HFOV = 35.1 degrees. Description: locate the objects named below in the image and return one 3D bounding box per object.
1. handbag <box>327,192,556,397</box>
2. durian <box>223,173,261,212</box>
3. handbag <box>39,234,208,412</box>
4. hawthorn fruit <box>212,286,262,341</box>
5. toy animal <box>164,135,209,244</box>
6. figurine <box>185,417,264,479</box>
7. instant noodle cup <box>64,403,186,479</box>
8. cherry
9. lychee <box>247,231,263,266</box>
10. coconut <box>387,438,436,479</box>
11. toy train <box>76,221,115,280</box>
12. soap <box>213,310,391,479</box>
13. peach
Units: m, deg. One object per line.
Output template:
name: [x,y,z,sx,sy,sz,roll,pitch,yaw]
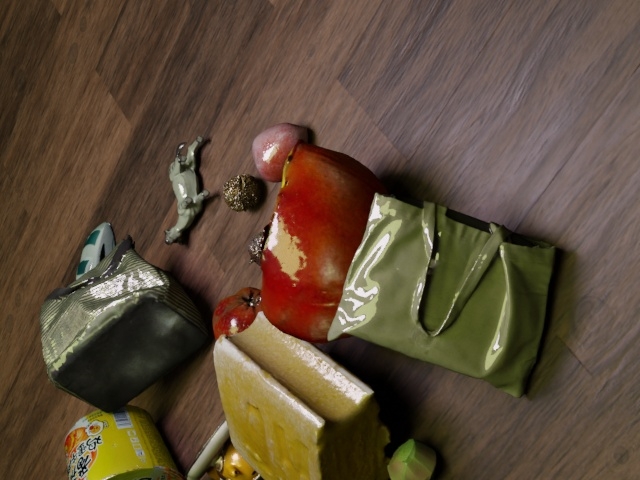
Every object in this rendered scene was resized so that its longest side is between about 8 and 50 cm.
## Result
handbag: [0.194,0.081,1.538,0.316,0.109,0.253,17,98,6]
durian: [-0.157,-0.094,2.040,0.080,0.091,0.080,-11,53,15]
handbag: [-0.433,0.172,2.172,0.341,0.247,0.240,-38,44,10]
hawthorn fruit: [-0.133,0.198,1.962,0.163,0.163,0.203,35,130,43]
toy animal: [-0.298,-0.104,2.196,0.176,0.073,0.216,-32,61,58]
figurine: [-0.167,0.444,2.026,0.141,0.166,0.250,36,149,4]
instant noodle cup: [-0.441,0.499,2.203,0.264,0.264,0.200,-58,43,29]
cherry: [-0.085,-0.175,1.951,0.106,0.087,0.126,46,124,33]
lychee: [-0.113,0.016,1.987,0.083,0.068,0.067,-41,52,9]
coconut: [0.154,0.377,1.677,0.082,0.081,0.083,-23,37,55]
toy train: [-0.539,0.154,2.433,0.086,0.088,0.407,-16,76,46]
soap: [-0.030,0.322,1.766,0.335,0.156,0.293,34,143,44]
peach: [0.000,0.000,1.703,0.281,0.281,0.338,-22,93,45]
